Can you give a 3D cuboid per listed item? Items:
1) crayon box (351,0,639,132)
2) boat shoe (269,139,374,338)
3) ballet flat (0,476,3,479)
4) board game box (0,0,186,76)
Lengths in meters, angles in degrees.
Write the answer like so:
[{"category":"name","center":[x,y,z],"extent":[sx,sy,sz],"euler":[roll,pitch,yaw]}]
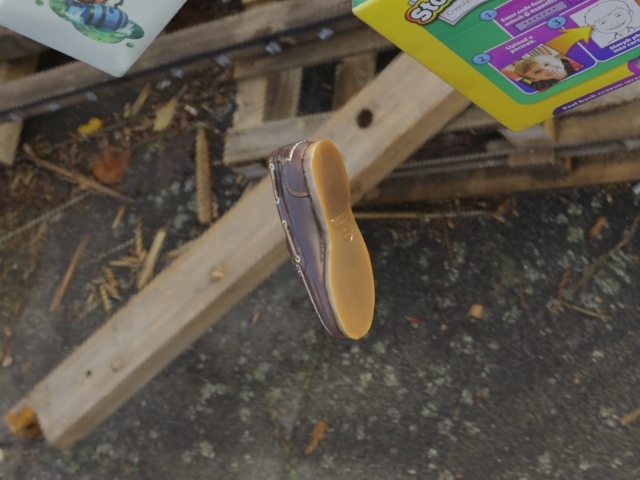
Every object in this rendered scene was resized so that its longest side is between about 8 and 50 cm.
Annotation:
[{"category":"crayon box","center":[0.259,-0.271,0.977],"extent":[0.363,0.313,0.106],"euler":[-23,58,33]},{"category":"boat shoe","center":[0.000,0.000,1.020],"extent":[0.073,0.073,0.207],"euler":[-5,100,38]},{"category":"ballet flat","center":[-0.351,0.267,1.045],"extent":[0.057,0.173,0.049],"euler":[2,47,9]},{"category":"board game box","center":[-0.080,-0.273,0.528],"extent":[0.303,0.097,0.224],"euler":[-46,53,21]}]
